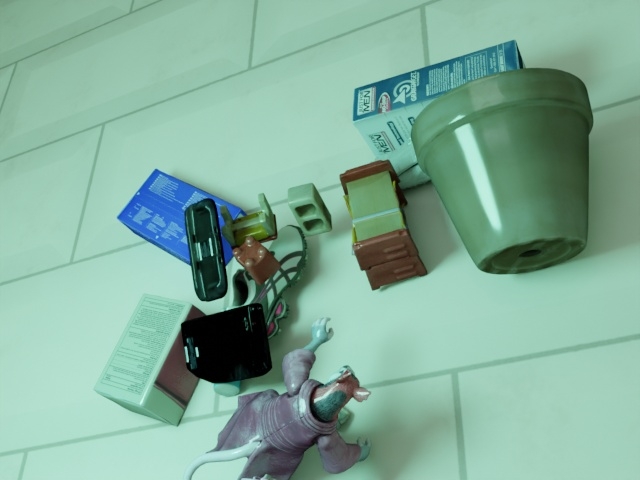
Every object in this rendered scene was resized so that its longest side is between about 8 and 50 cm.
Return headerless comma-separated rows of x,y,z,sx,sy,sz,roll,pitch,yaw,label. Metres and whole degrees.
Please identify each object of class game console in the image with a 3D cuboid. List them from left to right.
-0.201,0.094,1.526,0.213,0.044,0.361,-17,80,41,game console

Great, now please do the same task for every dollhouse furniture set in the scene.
0.000,0.000,1.564,0.374,0.152,0.201,-16,51,11,dollhouse furniture set

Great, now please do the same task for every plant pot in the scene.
0.340,-0.099,1.392,0.323,0.323,0.280,-15,68,21,plant pot

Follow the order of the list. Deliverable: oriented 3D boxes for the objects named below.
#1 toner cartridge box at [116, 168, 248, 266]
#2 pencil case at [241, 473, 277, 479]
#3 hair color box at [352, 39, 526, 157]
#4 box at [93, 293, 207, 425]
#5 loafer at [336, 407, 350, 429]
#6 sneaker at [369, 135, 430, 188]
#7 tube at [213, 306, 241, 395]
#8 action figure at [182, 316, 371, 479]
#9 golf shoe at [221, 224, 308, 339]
-0.327,-0.046,1.880,0.348,0.075,0.165,26,73,40,toner cartridge box
-0.022,0.433,1.215,0.124,0.284,0.124,-17,62,34,pencil case
0.257,-0.273,1.622,0.347,0.174,0.105,-13,52,23,hair color box
-0.336,0.247,1.643,0.149,0.127,0.232,8,63,34,box
0.005,0.300,1.463,0.039,0.045,0.125,-37,52,-19,loafer
0.175,-0.140,1.645,0.235,0.095,0.090,-28,50,38,sneaker
-0.183,0.218,1.628,0.080,0.052,0.207,-12,50,19,tube
-0.063,0.298,1.315,0.370,0.276,0.248,-44,69,43,action figure
-0.110,0.070,1.625,0.105,0.120,0.272,-23,42,49,golf shoe
